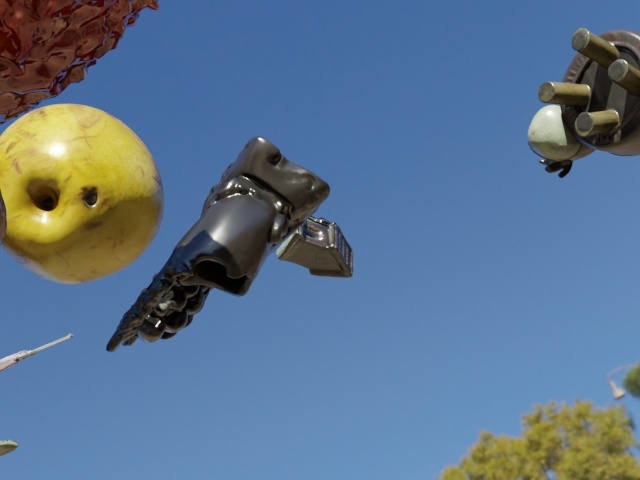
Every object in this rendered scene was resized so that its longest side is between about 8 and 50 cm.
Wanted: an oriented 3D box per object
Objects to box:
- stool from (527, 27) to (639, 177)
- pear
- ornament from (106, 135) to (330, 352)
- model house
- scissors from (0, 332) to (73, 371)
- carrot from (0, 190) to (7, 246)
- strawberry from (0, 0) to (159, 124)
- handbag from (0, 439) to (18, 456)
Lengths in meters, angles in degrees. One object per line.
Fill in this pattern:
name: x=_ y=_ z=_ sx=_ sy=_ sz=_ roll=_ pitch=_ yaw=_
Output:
stool: x=0.289 y=-0.143 z=0.989 sx=0.121 sy=0.125 sz=0.217 roll=1 pitch=-22 yaw=-35
pear: x=-0.368 y=-0.069 z=1.397 sx=0.280 sy=0.281 sz=0.281 roll=-13 pitch=-40 yaw=-11
ornament: x=-0.126 y=0.036 z=0.978 sx=0.260 sy=0.106 sz=0.251 roll=-52 pitch=4 yaw=-25
model house: x=0.000 y=-0.005 z=1.724 sx=0.152 sy=0.165 sz=0.106 roll=23 pitch=-52 yaw=-17
scissors: x=-0.401 y=0.156 z=1.275 sx=0.189 sy=0.015 sz=0.100 roll=-24 pitch=5 yaw=30
carrot: x=-0.349 y=-0.035 z=0.977 sx=0.048 sy=0.048 sz=0.139 roll=-11 pitch=-33 yaw=-14
strawberry: x=-0.240 y=-0.198 z=0.646 sx=0.292 sy=0.292 sz=0.343 roll=20 pitch=-85 yaw=-39
handbag: x=-0.628 y=0.228 z=1.361 sx=0.253 sy=0.316 sz=0.109 roll=-28 pitch=7 yaw=-20
